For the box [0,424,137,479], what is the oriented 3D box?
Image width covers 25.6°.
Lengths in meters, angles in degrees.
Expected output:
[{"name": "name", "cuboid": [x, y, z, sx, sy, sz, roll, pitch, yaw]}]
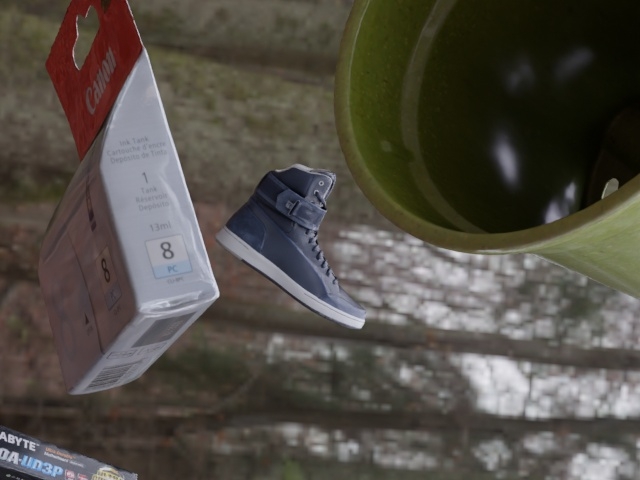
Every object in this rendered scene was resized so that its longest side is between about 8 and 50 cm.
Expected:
[{"name": "box", "cuboid": [-0.340, 0.280, 1.548, 0.175, 0.220, 0.051, -37, -138, 35]}]

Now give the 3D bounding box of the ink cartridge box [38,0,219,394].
[{"name": "ink cartridge box", "cuboid": [-0.234, -0.066, 1.411, 0.308, 0.091, 0.385, -44, -118, 61]}]

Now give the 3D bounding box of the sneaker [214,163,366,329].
[{"name": "sneaker", "cuboid": [0.000, 0.000, 1.830, 0.163, 0.226, 0.086, -53, -174, 1]}]

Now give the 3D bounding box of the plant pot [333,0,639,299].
[{"name": "plant pot", "cuboid": [0.191, -0.079, 0.887, 0.276, 0.254, 0.276, -17, -121, 32]}]
